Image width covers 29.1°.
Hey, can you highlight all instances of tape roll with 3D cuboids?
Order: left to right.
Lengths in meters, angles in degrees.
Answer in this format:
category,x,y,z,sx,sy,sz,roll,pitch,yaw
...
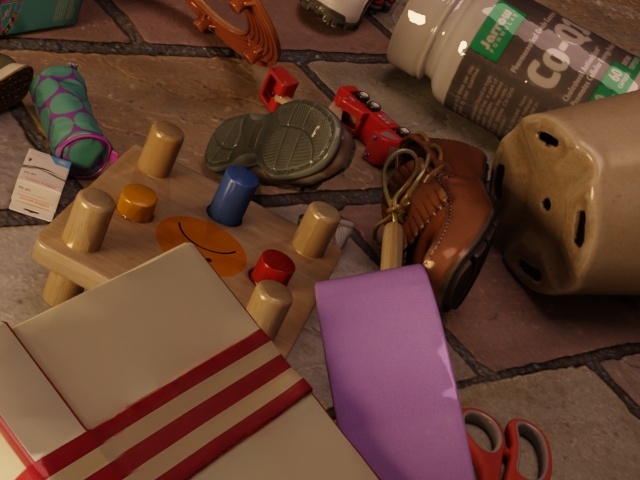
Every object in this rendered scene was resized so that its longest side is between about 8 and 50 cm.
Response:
category,x,y,z,sx,sy,sz,roll,pitch,yaw
tape roll,0.062,0.160,0.969,0.090,0.275,0.275,-11,36,1

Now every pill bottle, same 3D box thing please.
category,x,y,z,sx,sy,sz,roll,pitch,yaw
pill bottle,0.294,-0.255,1.841,0.361,0.204,0.204,31,31,9

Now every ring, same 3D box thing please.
category,x,y,z,sx,sy,sz,roll,pitch,yaw
ring,-0.175,-0.356,1.627,0.336,0.032,0.336,46,-9,10

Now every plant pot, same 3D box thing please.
category,x,y,z,sx,sy,sz,roll,pitch,yaw
plant pot,0.396,-0.059,1.546,0.305,0.334,0.334,-6,42,-26

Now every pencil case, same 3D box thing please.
category,x,y,z,sx,sy,sz,roll,pitch,yaw
pencil case,-0.279,-0.136,1.383,0.070,0.064,0.151,7,36,-32

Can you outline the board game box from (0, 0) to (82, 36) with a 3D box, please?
category,x,y,z,sx,sy,sz,roll,pitch,yaw
board game box,-0.401,-0.364,1.456,0.079,0.253,0.336,36,32,21

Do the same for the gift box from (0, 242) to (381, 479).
category,x,y,z,sx,sy,sz,roll,pitch,yaw
gift box,-0.154,0.196,0.794,0.255,0.276,0.258,47,34,10

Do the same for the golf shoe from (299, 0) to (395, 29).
category,x,y,z,sx,sy,sz,roll,pitch,yaw
golf shoe,0.056,-0.427,2.017,0.105,0.120,0.273,33,33,10

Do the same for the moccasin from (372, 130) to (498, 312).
category,x,y,z,sx,sy,sz,roll,pitch,yaw
moccasin,0.127,-0.037,1.453,0.147,0.139,0.380,21,31,-5

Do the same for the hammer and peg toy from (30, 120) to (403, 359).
category,x,y,z,sx,sy,sz,roll,pitch,yaw
hammer and peg toy,-0.071,0.036,1.213,0.361,0.127,0.266,27,29,1

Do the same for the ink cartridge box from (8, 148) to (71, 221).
category,x,y,z,sx,sy,sz,roll,pitch,yaw
ink cartridge box,-0.293,-0.058,1.290,0.048,0.028,0.083,18,32,-12

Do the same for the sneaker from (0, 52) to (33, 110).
category,x,y,z,sx,sy,sz,roll,pitch,yaw
sneaker,-0.407,-0.172,1.354,0.086,0.064,0.192,28,28,14

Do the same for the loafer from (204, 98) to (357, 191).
category,x,y,z,sx,sy,sz,roll,pitch,yaw
loafer,-0.032,-0.099,1.383,0.084,0.096,0.267,28,-11,-32

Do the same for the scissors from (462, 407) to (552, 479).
category,x,y,z,sx,sy,sz,roll,pitch,yaw
scissors,0.173,0.255,1.155,0.109,0.021,0.297,24,29,-7

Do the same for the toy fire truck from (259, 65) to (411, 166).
category,x,y,z,sx,sy,sz,roll,pitch,yaw
toy fire truck,0.023,-0.165,1.662,0.135,0.047,0.192,-12,48,-45

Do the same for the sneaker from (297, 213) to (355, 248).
category,x,y,z,sx,sy,sz,roll,pitch,yaw
sneaker,0.000,0.000,1.395,0.054,0.061,0.152,14,8,13
